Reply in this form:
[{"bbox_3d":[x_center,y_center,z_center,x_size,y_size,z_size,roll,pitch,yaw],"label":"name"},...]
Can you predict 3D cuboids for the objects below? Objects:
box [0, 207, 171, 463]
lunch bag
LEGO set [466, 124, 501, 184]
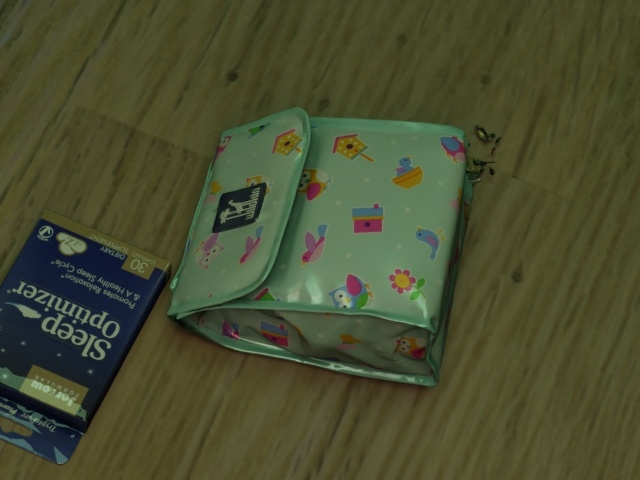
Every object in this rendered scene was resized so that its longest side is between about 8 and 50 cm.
[{"bbox_3d":[-0.248,0.088,1.849,0.136,0.036,0.225,23,62,6],"label":"box"},{"bbox_3d":[0.000,0.000,1.864,0.262,0.160,0.223,8,63,10],"label":"lunch bag"},{"bbox_3d":[0.156,-0.081,2.008,0.054,0.023,0.083,44,51,14],"label":"LEGO set"}]
